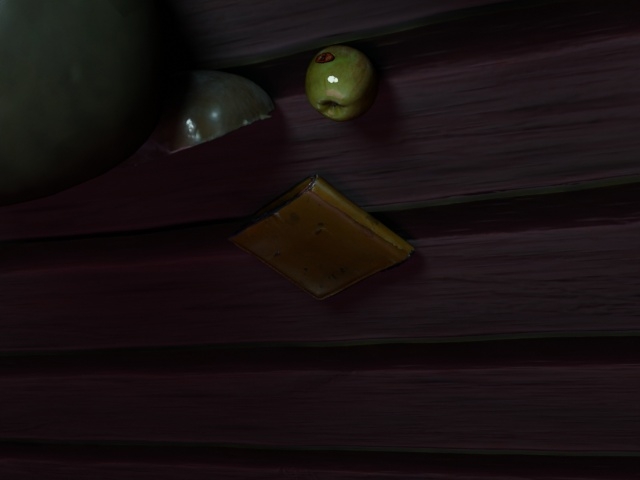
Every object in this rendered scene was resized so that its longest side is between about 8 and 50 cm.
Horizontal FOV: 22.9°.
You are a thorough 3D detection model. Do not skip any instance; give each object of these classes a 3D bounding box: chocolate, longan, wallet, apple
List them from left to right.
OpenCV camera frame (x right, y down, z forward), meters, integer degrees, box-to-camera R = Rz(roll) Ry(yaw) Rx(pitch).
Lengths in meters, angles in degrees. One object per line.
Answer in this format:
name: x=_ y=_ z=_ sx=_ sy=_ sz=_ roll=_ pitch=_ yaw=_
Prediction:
longan: x=-0.349 y=-0.201 z=1.626 sx=0.405 sy=0.336 sz=0.404 roll=13 pitch=153 yaw=7
chocolate: x=-0.185 y=-0.139 z=1.794 sx=0.261 sy=0.161 sz=0.083 roll=-12 pitch=103 yaw=39
wallet: x=0.000 y=-0.003 z=1.934 sx=0.161 sy=0.042 sz=0.195 roll=34 pitch=145 yaw=-19
apple: x=0.021 y=-0.163 z=1.660 sx=0.084 sy=0.071 sz=0.084 roll=19 pitch=147 yaw=13
